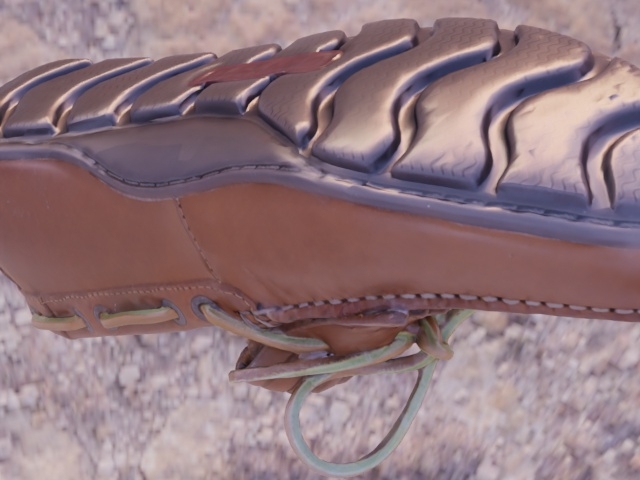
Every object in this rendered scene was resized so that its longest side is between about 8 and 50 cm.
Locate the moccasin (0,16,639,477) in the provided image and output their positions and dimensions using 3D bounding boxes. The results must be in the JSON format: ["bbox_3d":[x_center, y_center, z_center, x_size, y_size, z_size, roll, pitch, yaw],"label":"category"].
[{"bbox_3d":[-0.002,0.002,0.739,0.380,0.147,0.139,-2,29,37],"label":"moccasin"}]
